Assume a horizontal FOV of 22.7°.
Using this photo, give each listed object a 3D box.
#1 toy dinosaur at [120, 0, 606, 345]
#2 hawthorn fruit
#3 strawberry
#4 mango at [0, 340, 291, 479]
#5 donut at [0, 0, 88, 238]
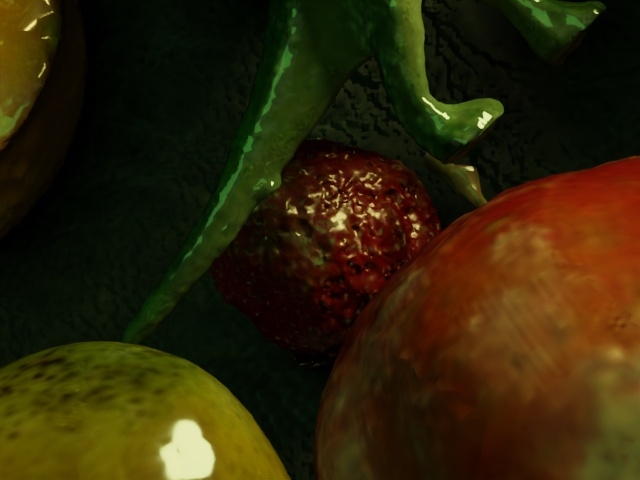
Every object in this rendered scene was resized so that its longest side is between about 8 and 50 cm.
[{"bbox_3d":[0.006,-0.194,0.608,0.447,0.087,0.301,-45,86,-3],"label":"toy dinosaur"},{"bbox_3d":[0.103,0.060,0.560,0.242,0.242,0.272,-41,49,3],"label":"hawthorn fruit"},{"bbox_3d":[0.000,-0.001,0.686,0.106,0.106,0.106,-7,68,19],"label":"strawberry"},{"bbox_3d":[-0.080,0.223,0.533,0.263,0.221,0.378,-3,87,51],"label":"mango"},{"bbox_3d":[-0.231,-0.088,0.798,0.253,0.118,0.254,-9,67,21],"label":"donut"}]
